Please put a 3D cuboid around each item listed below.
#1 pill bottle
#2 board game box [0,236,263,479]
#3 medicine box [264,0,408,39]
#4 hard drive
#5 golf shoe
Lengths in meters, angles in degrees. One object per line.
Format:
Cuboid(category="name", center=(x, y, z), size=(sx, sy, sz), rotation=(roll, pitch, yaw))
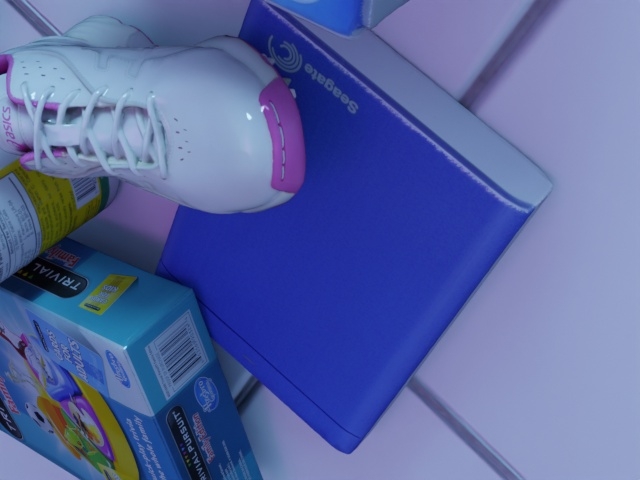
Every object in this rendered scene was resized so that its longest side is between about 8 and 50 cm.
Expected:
Cuboid(category="pill bottle", center=(-0.265, -0.024, 0.917), size=(0.117, 0.208, 0.117), rotation=(25, 136, 27))
Cuboid(category="board game box", center=(-0.215, 0.112, 1.055), size=(0.336, 0.079, 0.254), rotation=(19, 138, 38))
Cuboid(category="medicine box", center=(-0.047, -0.279, 0.542), size=(0.289, 0.149, 0.263), rotation=(28, 138, 23))
Cuboid(category="hard drive", center=(0.000, 0.000, 0.819), size=(0.210, 0.040, 0.319), rotation=(41, 141, 11))
Cuboid(category="golf shoe", center=(-0.128, -0.070, 0.754), size=(0.306, 0.140, 0.115), rotation=(19, 120, 52))
